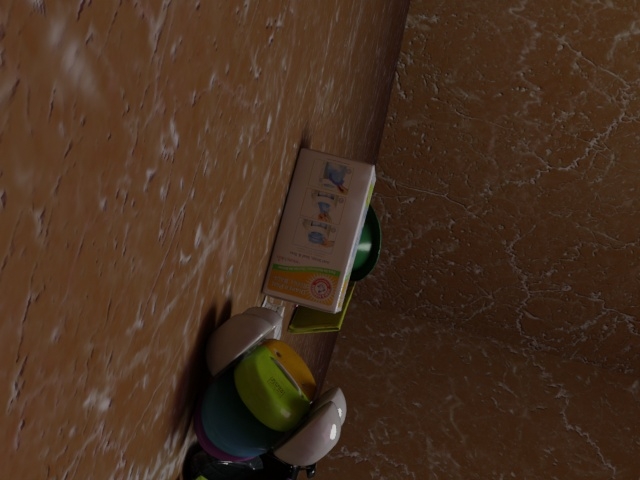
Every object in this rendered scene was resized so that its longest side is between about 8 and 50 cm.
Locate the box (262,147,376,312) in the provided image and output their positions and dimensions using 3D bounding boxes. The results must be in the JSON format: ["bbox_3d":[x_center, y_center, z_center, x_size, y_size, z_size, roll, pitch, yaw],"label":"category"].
[{"bbox_3d":[0.001,-0.010,1.160,0.114,0.103,0.203,47,58,-84],"label":"box"}]

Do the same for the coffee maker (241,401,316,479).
[{"bbox_3d":[-0.084,0.327,1.280,0.171,0.120,0.178,-51,-176,23],"label":"coffee maker"}]

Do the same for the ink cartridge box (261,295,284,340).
[{"bbox_3d":[-0.071,0.120,1.169,0.083,0.028,0.048,99,8,-47],"label":"ink cartridge box"}]

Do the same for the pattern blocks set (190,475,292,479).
[{"bbox_3d":[-0.055,0.365,0.853,0.026,0.285,0.325,-36,-175,26],"label":"pattern blocks set"}]

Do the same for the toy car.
[{"bbox_3d":[-0.066,0.163,0.862,0.136,0.159,0.182,-39,177,4],"label":"toy car"}]

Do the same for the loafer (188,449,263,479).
[{"bbox_3d":[-0.115,0.242,0.962,0.170,0.062,0.061,63,3,-73],"label":"loafer"}]

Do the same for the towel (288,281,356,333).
[{"bbox_3d":[0.009,0.115,1.665,0.237,0.102,0.021,-65,145,-64],"label":"towel"}]

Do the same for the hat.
[{"bbox_3d":[0.000,0.000,1.641,0.208,0.183,0.173,47,-54,44],"label":"hat"}]
